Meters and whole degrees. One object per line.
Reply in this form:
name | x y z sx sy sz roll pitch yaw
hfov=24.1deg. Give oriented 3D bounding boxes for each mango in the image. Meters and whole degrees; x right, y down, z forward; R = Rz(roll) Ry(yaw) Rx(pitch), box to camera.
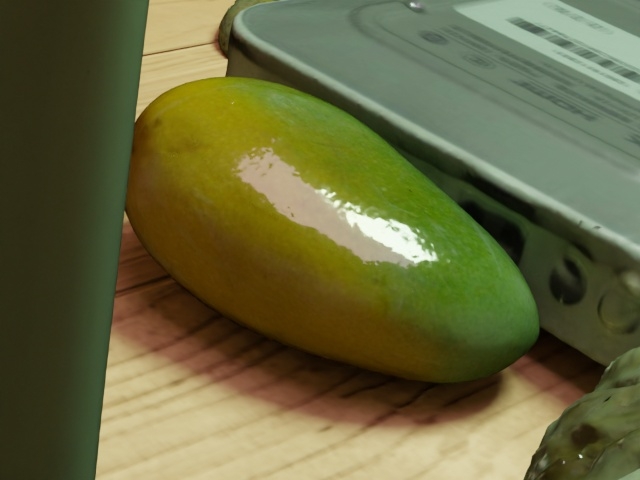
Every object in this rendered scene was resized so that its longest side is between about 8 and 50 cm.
mango | 0.000 0.000 0.824 0.251 0.114 0.156 38 26 17

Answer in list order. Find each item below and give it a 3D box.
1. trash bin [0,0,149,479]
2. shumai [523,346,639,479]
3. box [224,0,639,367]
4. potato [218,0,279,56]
trash bin | -0.172 0.022 0.479 0.223 0.343 0.158 7 33 -12
shumai | 0.240 0.083 0.616 0.304 0.263 0.309 -13 39 -40
box | 0.185 -0.072 1.008 0.396 0.111 0.396 31 32 31
potato | 0.002 -0.184 1.190 0.198 0.054 0.119 -10 39 -34
